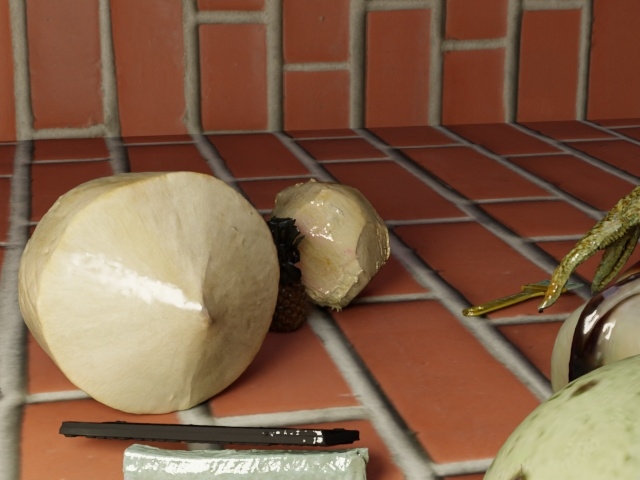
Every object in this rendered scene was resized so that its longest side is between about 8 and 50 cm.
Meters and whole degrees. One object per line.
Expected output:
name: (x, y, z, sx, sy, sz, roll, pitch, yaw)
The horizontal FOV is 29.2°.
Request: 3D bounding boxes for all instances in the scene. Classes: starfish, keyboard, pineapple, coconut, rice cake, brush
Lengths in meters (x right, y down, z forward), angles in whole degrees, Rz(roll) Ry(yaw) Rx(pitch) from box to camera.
starfish: (0.462, -0.032, 1.735, 0.357, 0.347, 0.078, -21, 65, -44)
keyboard: (-0.119, 0.198, 1.266, 0.309, 0.018, 0.101, -2, -8, 24)
pineapple: (-0.051, 0.044, 1.693, 0.074, 0.159, 0.074, 1, 19, 0)
coconut: (0.001, -0.001, 1.802, 0.194, 0.194, 0.194, 0, 15, 0)
coconut: (-0.201, 0.056, 1.441, 0.328, 0.329, 0.329, 0, 15, 0)
rice cake: (-0.074, 0.228, 1.229, 0.245, 0.045, 0.042, -1, 2, 3)
brush: (0.290, 0.083, 1.813, 0.218, 0.010, 0.082, -13, 10, -35)

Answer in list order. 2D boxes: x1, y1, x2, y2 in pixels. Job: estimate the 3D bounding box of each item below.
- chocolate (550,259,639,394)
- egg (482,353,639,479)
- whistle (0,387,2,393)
chocolate: (0.334, 0.138, 1.163, 0.186, 0.284, 0.283, -11, 19, -28)
egg: (0.261, 0.213, 0.839, 0.287, 0.288, 0.379, 12, 15, 36)
whistle: (-0.415, 0.177, 1.455, 0.083, 0.029, 0.033, 15, 36, 24)
